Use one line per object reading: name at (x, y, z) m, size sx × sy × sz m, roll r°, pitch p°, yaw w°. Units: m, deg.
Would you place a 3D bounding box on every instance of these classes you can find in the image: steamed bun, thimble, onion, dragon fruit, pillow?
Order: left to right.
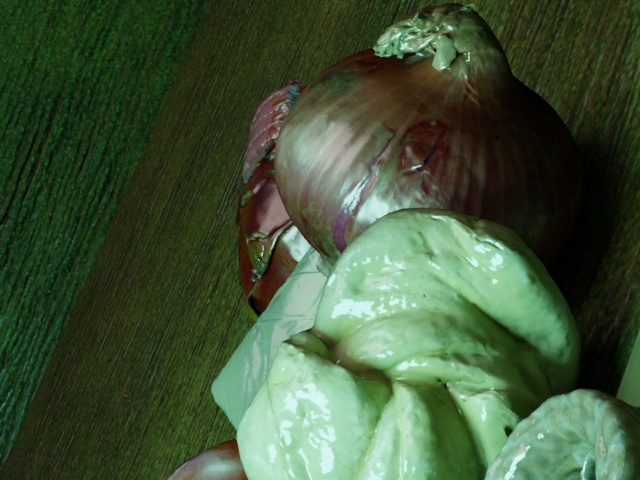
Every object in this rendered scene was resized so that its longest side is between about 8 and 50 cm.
thimble at (-0.029, -0.134, 2.486) m, size 0.189 × 0.163 × 0.125 m, roll 118°, pitch 166°, yaw -51°
dragon fruit at (-0.001, 0.004, 2.134) m, size 0.250 × 0.250 × 0.315 m, roll 2°, pitch 77°, yaw 69°
pillow at (0.017, 0.171, 1.964) m, size 0.281 × 0.076 × 0.274 m, roll 47°, pitch 109°, yaw 34°
onion at (0.115, -0.071, 1.797) m, size 0.353 × 0.353 × 0.354 m, roll -51°, pitch 23°, yaw 32°
steamed bun at (0.101, 0.173, 1.548) m, size 0.372 × 0.325 × 0.230 m, roll -50°, pitch 24°, yaw -9°
thimble at (0.229, 0.247, 1.379) m, size 0.229 × 0.148 × 0.196 m, roll -66°, pitch 21°, yaw 1°

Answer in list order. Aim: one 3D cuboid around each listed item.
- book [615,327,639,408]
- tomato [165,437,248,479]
book at (0.343, 0.067, 1.487) m, size 0.161 × 0.026 × 0.231 m, roll -13°, pitch 53°, yaw 66°
tomato at (-0.051, 0.378, 1.729) m, size 0.176 × 0.289 × 0.335 m, roll 7°, pitch 74°, yaw 61°
